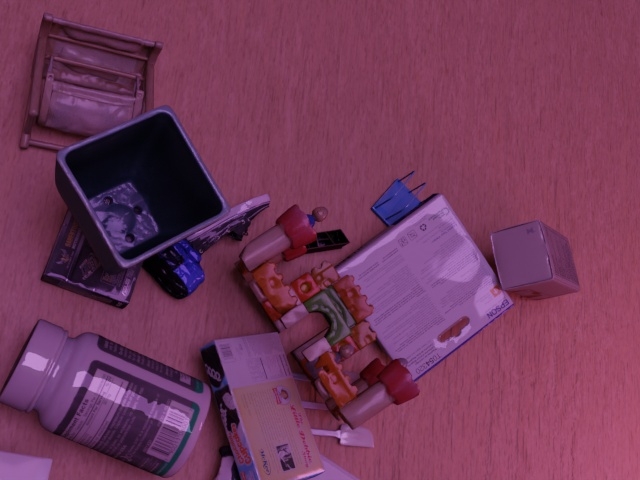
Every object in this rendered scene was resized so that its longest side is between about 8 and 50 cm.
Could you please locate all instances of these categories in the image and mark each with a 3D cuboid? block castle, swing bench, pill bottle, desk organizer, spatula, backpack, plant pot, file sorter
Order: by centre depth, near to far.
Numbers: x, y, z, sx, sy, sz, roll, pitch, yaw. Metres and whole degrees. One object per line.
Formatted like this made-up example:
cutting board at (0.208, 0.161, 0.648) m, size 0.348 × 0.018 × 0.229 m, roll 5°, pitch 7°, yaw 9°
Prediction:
pill bottle at (-0.413, 0.301, 1.695) m, size 0.361 × 0.204 × 0.204 m, roll 28°, pitch 65°, yaw -16°
plant pot at (-0.371, -0.073, 1.731) m, size 0.248 × 0.252 × 0.247 m, roll -30°, pitch 89°, yaw -29°
block castle at (0.021, 0.157, 1.853) m, size 0.213 × 0.303 × 0.453 m, roll -33°, pitch 87°, yaw -10°
swing bench at (-0.486, -0.315, 1.868) m, size 0.253 × 0.165 × 0.254 m, roll 11°, pitch 66°, yaw -22°
backpack at (-0.303, 0.058, 1.879) m, size 0.101 × 0.098 × 0.120 m, roll -40°, pitch 93°, yaw -30°
spatula at (0.013, 0.374, 1.987) m, size 0.242 × 0.019 × 0.168 m, roll 10°, pitch 72°, yaw -19°
desk organizer at (0.000, 0.000, 2.067) m, size 0.130 × 0.050 × 0.047 m, roll -9°, pitch 79°, yaw -27°
file sorter at (0.237, -0.069, 2.170) m, size 0.170 × 0.104 × 0.118 m, roll 46°, pitch 62°, yaw -8°

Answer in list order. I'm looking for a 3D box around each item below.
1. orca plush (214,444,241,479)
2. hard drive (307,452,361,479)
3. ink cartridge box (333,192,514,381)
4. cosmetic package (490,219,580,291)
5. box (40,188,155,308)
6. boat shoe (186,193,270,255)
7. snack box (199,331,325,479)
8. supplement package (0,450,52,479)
orca plush at (-0.218, 0.569, 1.800) m, size 0.151 × 0.102 × 0.287 m, roll -4°, pitch 58°, yaw 19°
hard drive at (0.005, 0.589, 1.906) m, size 0.307 × 0.040 × 0.203 m, roll 36°, pitch 63°, yaw -13°
ink cartridge box at (0.240, 0.112, 2.078) m, size 0.324 × 0.071 × 0.330 m, roll -36°, pitch 100°, yaw -9°
cosmetic package at (0.537, 0.056, 2.177) m, size 0.296 × 0.129 × 0.153 m, roll 20°, pitch 58°, yaw -60°
box at (-0.458, 0.006, 1.844) m, size 0.183 × 0.056 × 0.231 m, roll 21°, pitch 67°, yaw -18°
boat shoe at (-0.201, -0.030, 1.967) m, size 0.228 × 0.080 × 0.076 m, roll -29°, pitch 95°, yaw -28°
snack box at (-0.121, 0.357, 1.839) m, size 0.187 × 0.060 × 0.322 m, roll -1°, pitch 64°, yaw -47°
supplement package at (-0.638, 0.466, 1.543) m, size 0.263 × 0.198 × 0.199 m, roll 16°, pitch 69°, yaw -21°
